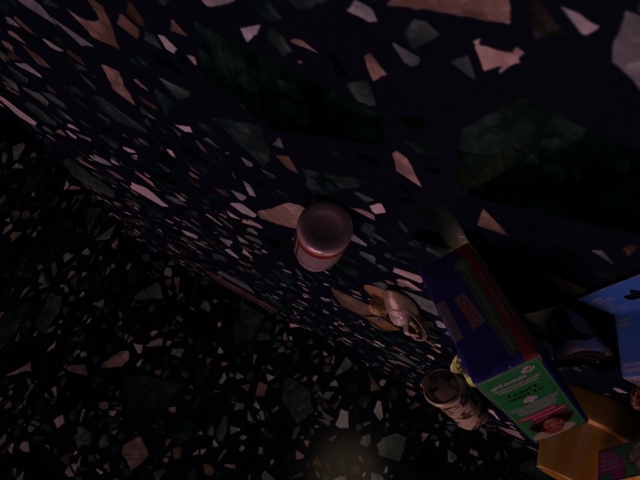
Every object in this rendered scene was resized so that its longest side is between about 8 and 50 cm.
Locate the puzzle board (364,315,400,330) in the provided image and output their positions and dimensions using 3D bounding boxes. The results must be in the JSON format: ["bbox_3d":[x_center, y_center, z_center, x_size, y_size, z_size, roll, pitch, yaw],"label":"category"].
[{"bbox_3d":[0.227,0.303,1.880,0.096,0.011,0.128,33,162,-10],"label":"puzzle board"}]

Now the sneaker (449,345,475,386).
[{"bbox_3d":[0.485,0.375,1.548,0.121,0.111,0.300,1,155,38],"label":"sneaker"}]

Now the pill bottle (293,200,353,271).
[{"bbox_3d":[0.000,0.000,1.167,0.121,0.121,0.221,28,164,2],"label":"pill bottle"}]

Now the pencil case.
[{"bbox_3d":[0.566,0.670,2.146,0.184,0.159,0.410,-2,148,34],"label":"pencil case"}]

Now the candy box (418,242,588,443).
[{"bbox_3d":[0.343,0.195,0.960,0.317,0.122,0.268,42,-159,-38],"label":"candy box"}]

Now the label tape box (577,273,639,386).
[{"bbox_3d":[0.593,0.183,0.762,0.348,0.115,0.249,25,163,7],"label":"label tape box"}]

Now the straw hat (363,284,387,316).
[{"bbox_3d":[0.181,0.197,1.557,0.145,0.061,0.144,26,162,9],"label":"straw hat"}]

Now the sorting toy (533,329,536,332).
[{"bbox_3d":[0.452,0.192,1.186,0.083,0.012,0.062,29,168,-12],"label":"sorting toy"}]

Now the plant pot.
[{"bbox_3d":[0.727,0.559,1.427,0.254,0.239,0.254,27,162,9],"label":"plant pot"}]

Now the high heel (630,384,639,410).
[{"bbox_3d":[0.704,0.397,1.075,0.093,0.186,0.261,25,163,13],"label":"high heel"}]

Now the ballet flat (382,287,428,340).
[{"bbox_3d":[0.249,0.225,1.487,0.086,0.086,0.248,12,157,44],"label":"ballet flat"}]

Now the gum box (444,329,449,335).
[{"bbox_3d":[0.437,0.259,1.358,0.184,0.041,0.157,25,163,10],"label":"gum box"}]

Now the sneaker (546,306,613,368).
[{"bbox_3d":[0.498,0.190,0.994,0.100,0.107,0.271,-22,154,21],"label":"sneaker"}]

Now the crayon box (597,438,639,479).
[{"bbox_3d":[0.892,0.553,1.154,0.313,0.106,0.363,29,140,-2],"label":"crayon box"}]
